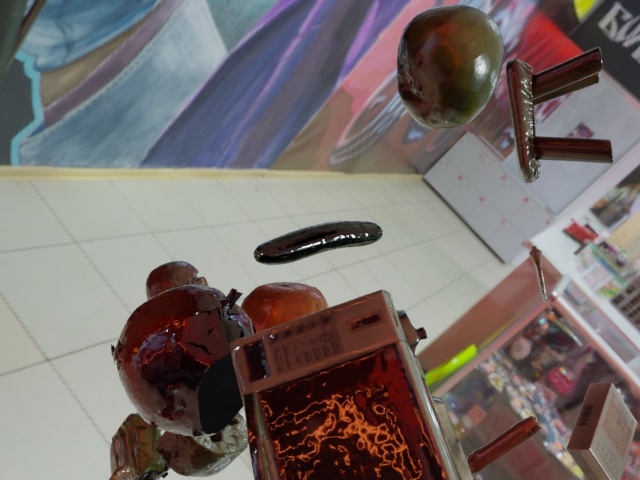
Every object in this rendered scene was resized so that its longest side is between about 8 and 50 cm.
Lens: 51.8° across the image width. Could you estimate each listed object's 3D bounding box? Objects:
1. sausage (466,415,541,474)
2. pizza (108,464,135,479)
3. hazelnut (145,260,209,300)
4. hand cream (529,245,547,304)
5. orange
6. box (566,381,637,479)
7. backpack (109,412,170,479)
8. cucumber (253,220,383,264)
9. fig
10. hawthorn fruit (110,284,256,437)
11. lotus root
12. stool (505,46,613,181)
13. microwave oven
[{"bbox_3d":[0.370,0.423,1.358,0.043,0.186,0.043,50,9,-11],"label":"sausage"},{"bbox_3d":[-0.519,0.655,1.522,0.071,0.189,0.297,34,25,-2],"label":"pizza"},{"bbox_3d":[-0.390,0.155,1.839,0.212,0.181,0.181,46,57,-1],"label":"hazelnut"},{"bbox_3d":[0.613,0.096,1.844,0.057,0.037,0.165,-45,124,-81],"label":"hand cream"},{"bbox_3d":[-0.109,0.240,2.007,0.284,0.283,0.226,-14,101,-66],"label":"orange"},{"bbox_3d":[0.639,0.440,1.490,0.141,0.058,0.201,54,49,-15],"label":"box"},{"bbox_3d":[-0.535,0.626,1.928,0.139,0.253,0.207,3,54,-35],"label":"backpack"},{"bbox_3d":[0.000,0.000,1.122,0.284,0.056,0.056,-11,54,-38],"label":"cucumber"},{"bbox_3d":[0.204,-0.277,1.028,0.181,0.191,0.181,42,-22,21],"label":"fig"},{"bbox_3d":[-0.256,0.239,1.298,0.316,0.316,0.316,36,22,-17],"label":"hawthorn fruit"},{"bbox_3d":[-0.278,0.497,1.611,0.234,0.119,0.138,15,28,-54],"label":"lotus root"},{"bbox_3d":[0.601,-0.313,1.664,0.310,0.226,0.311,-15,97,-67],"label":"stool"},{"bbox_3d":[0.065,0.310,0.840,0.333,0.247,0.395,76,-4,-64],"label":"microwave oven"}]
